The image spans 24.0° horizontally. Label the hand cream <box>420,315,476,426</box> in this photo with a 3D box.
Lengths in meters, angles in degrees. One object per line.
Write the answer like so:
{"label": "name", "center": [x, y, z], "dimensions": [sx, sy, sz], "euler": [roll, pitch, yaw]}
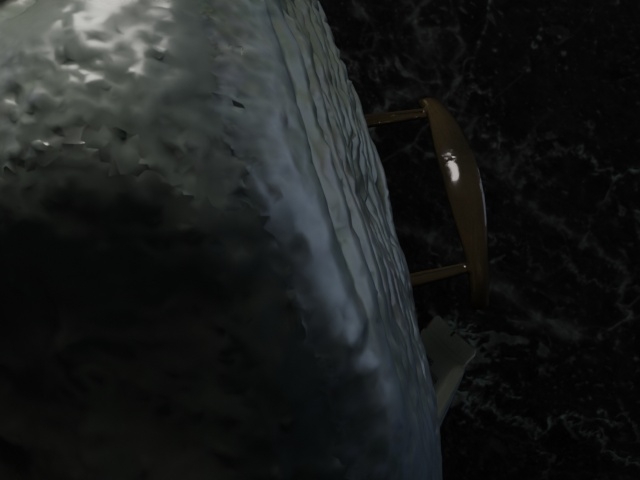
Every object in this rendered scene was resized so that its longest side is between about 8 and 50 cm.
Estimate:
{"label": "hand cream", "center": [0.058, 0.240, 1.480], "dimensions": [0.340, 0.078, 0.124], "euler": [-63, -162, 6]}

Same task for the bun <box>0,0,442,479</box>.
{"label": "bun", "center": [-0.067, 0.002, 0.645], "dimensions": [0.354, 0.194, 0.354], "euler": [-15, 90, -85]}

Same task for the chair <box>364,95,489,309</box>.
{"label": "chair", "center": [0.000, 0.000, 1.241], "dimensions": [0.166, 0.272, 0.188], "euler": [67, 10, -71]}
